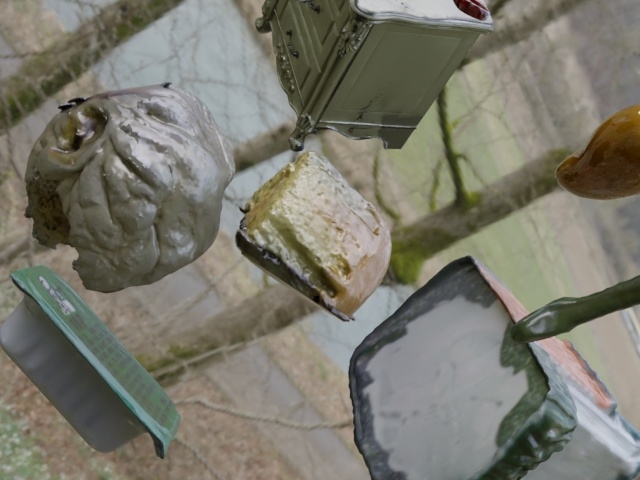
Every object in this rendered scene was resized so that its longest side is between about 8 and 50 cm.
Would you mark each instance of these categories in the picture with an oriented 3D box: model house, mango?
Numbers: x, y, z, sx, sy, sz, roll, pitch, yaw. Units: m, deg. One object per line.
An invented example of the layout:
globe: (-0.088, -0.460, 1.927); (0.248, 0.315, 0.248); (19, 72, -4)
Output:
model house: (0.203, 0.200, 0.967); (0.301, 0.190, 0.271); (36, 14, -23)
mango: (0.345, -0.092, 1.147); (0.102, 0.184, 0.084); (24, 59, -15)

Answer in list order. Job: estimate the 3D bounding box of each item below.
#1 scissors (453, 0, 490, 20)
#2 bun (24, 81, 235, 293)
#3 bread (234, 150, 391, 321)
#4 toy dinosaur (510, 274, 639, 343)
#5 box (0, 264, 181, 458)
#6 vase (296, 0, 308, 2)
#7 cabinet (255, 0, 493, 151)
scissors: (0.160, -0.332, 1.281); (0.144, 0.017, 0.247); (32, 22, 2)
bun: (-0.238, -0.085, 1.231); (0.281, 0.282, 0.204); (-101, 170, -47)
bread: (0.000, 0.000, 1.305); (0.204, 0.162, 0.262); (46, 6, -13)
toy dinosaur: (0.291, -0.038, 0.331); (0.301, 0.447, 0.087); (63, 11, -74)
box: (-0.357, 0.194, 1.495); (0.336, 0.106, 0.264); (48, -3, -3)
vase: (0.114, -0.351, 0.982); (0.245, 0.291, 0.245); (5, 90, -73)
cabinet: (0.062, -0.343, 1.580); (0.318, 0.228, 0.289); (124, -42, -50)
